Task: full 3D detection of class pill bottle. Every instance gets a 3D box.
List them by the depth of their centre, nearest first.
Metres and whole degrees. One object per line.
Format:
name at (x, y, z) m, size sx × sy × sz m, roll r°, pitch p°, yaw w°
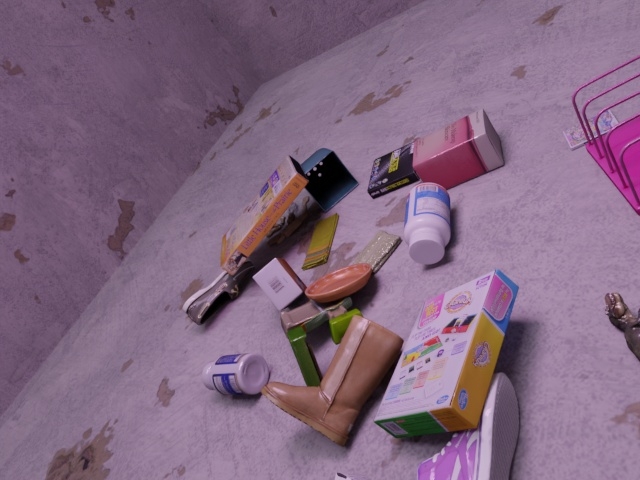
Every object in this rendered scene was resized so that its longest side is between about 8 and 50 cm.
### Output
pill bottle at (0.287, -0.044, 1.414) m, size 0.124 × 0.124 × 0.222 m, roll -22°, pitch 34°, yaw 31°
pill bottle at (-0.247, 0.380, 1.491) m, size 0.186 × 0.112 × 0.112 m, roll -14°, pitch 39°, yaw 40°

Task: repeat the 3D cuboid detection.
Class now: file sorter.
file sorter at (0.697, -0.242, 1.128) m, size 0.202 × 0.182 × 0.291 m, roll -28°, pitch 31°, yaw 22°

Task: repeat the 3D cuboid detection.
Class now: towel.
towel at (0.165, 0.033, 1.555) m, size 0.148 × 0.027 × 0.110 m, roll -48°, pitch 30°, yaw -11°
towel at (0.000, 0.000, 1.806) m, size 0.102 × 0.021 × 0.237 m, roll -20°, pitch 35°, yaw 32°

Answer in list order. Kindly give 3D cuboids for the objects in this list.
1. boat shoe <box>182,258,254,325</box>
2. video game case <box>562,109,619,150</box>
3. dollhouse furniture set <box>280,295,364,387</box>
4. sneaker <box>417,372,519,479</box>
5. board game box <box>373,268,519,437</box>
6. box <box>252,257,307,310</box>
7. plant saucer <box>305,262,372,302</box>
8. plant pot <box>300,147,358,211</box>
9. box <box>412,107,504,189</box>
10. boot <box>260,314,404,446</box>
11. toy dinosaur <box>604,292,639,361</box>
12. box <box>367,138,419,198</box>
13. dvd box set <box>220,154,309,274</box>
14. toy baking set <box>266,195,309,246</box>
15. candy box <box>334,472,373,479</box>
boat shoe at (-0.351, 0.185, 1.905) m, size 0.305 × 0.109 × 0.091 m, roll -39°, pitch 67°, yaw -21°
video game case at (0.700, -0.286, 1.362) m, size 0.122 × 0.011 × 0.087 m, roll -26°, pitch 32°, yaw 26°
dollhouse furniture set at (0.015, 0.255, 1.398) m, size 0.197 × 0.152 × 0.301 m, roll -23°, pitch 10°, yaw -8°
sneaker at (0.251, 0.362, 0.931) m, size 0.161 × 0.102 × 0.282 m, roll -15°, pitch 39°, yaw 44°
board game box at (0.250, 0.226, 1.045) m, size 0.242 × 0.064 × 0.317 m, roll -39°, pitch 15°, yaw 55°
box at (-0.117, 0.130, 1.586) m, size 0.091 × 0.130 × 0.170 m, roll -40°, pitch -5°, yaw 2°
plant saucer at (0.054, 0.122, 1.468) m, size 0.199 × 0.037 × 0.200 m, roll -23°, pitch 10°, yaw 4°
plant pot at (0.003, -0.249, 2.007) m, size 0.165 × 0.165 × 0.234 m, roll -40°, pitch 23°, yaw 1°
box at (0.406, -0.262, 1.564) m, size 0.232 × 0.127 × 0.149 m, roll -24°, pitch 33°, yaw 30°
boot at (0.027, 0.292, 1.204) m, size 0.236 × 0.089 × 0.270 m, roll 27°, pitch 75°, yaw 12°
toy dinosaur at (0.562, 0.175, 0.851) m, size 0.118 × 0.064 × 0.268 m, roll -42°, pitch 26°, yaw 29°
box at (0.258, -0.245, 1.805) m, size 0.184 × 0.045 × 0.191 m, roll -23°, pitch 35°, yaw 35°
dvd box set at (-0.210, -0.101, 1.886) m, size 0.420 × 0.062 × 0.308 m, roll -51°, pitch 19°, yaw 10°
toy baking set at (-0.127, -0.083, 2.061) m, size 0.256 × 0.030 × 0.196 m, roll -44°, pitch 29°, yaw -4°
candy box at (0.093, 0.510, 0.892) m, size 0.196 × 0.070 × 0.165 m, roll -2°, pitch 69°, yaw 50°
